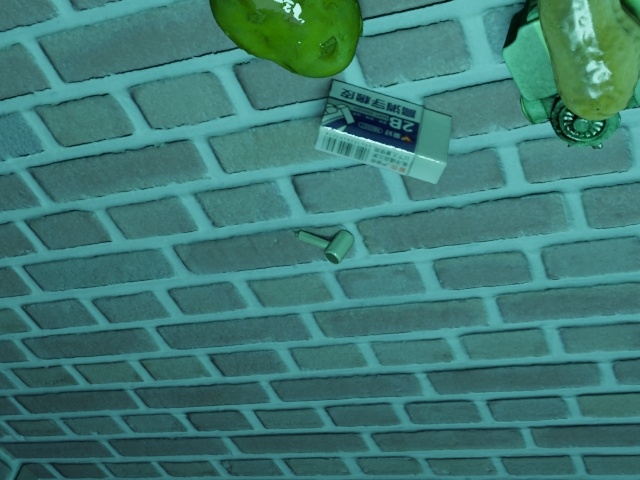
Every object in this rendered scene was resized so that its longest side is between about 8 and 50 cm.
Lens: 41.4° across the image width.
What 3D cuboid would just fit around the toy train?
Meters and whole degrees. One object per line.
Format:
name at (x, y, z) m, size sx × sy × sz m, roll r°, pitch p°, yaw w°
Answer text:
toy train at (0.407, -0.270, 1.180) m, size 0.299 × 0.167 × 0.238 m, roll -18°, pitch 118°, yaw 30°

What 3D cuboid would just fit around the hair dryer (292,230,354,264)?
hair dryer at (0.000, 0.000, 1.663) m, size 0.124 × 0.063 × 0.038 m, roll 20°, pitch 143°, yaw 25°

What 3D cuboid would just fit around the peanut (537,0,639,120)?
peanut at (0.336, -0.267, 1.050) m, size 0.120 × 0.110 × 0.236 m, roll 6°, pitch 119°, yaw 45°

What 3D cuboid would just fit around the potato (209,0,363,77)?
potato at (-0.049, -0.339, 1.237) m, size 0.186 × 0.149 × 0.253 m, roll -3°, pitch 146°, yaw 41°

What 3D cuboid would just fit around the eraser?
eraser at (0.103, -0.177, 1.380) m, size 0.210 × 0.124 × 0.068 m, roll 16°, pitch 137°, yaw -3°
